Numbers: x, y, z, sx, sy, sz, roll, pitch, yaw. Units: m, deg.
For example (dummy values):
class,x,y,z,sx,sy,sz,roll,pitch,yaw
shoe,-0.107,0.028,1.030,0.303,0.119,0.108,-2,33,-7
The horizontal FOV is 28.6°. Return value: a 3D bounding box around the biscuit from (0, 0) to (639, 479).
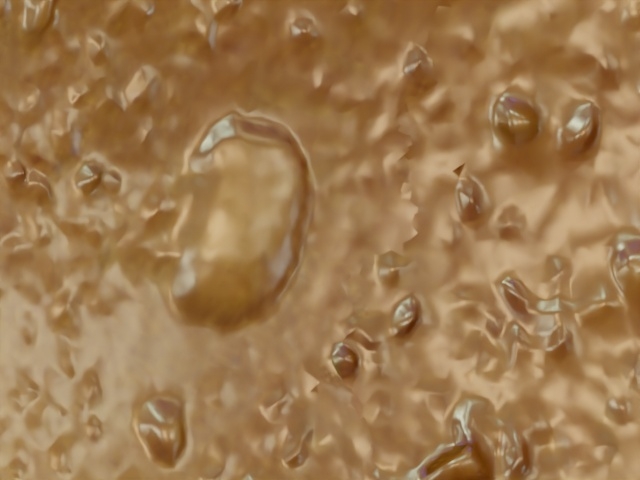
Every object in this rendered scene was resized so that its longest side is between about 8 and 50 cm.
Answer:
class,x,y,z,sx,sy,sz,roll,pitch,yaw
biscuit,0.001,0.000,0.482,0.455,0.078,0.349,15,96,28
